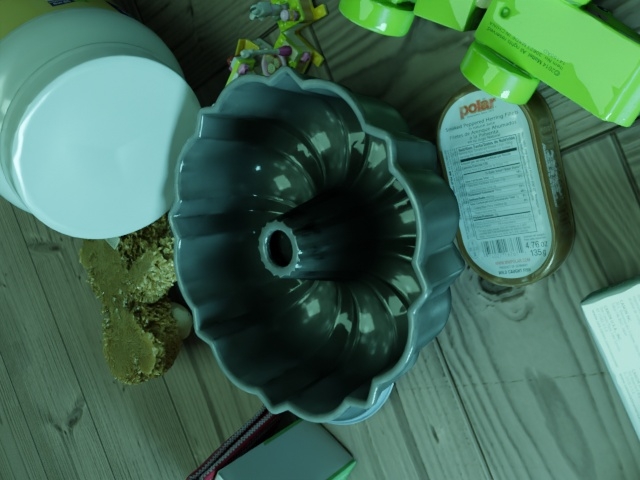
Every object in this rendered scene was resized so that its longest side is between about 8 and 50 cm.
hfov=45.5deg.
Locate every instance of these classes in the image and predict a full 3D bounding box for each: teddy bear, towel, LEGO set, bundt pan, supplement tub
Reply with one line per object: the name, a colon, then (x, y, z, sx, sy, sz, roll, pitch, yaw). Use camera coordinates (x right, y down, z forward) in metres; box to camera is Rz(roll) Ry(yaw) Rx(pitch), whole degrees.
teddy bear: (-0.247, 0.019, 1.035, 0.245, 0.113, 0.338, -39, 69, 34)
towel: (-0.140, 0.328, 0.956, 0.031, 0.199, 0.275, 33, 123, 15)
LEGO set: (-0.075, -0.225, 0.791, 0.132, 0.107, 0.287, 27, 120, 33)
bundt pan: (0.000, 0.000, 0.746, 0.331, 0.124, 0.330, 9, 104, 40)
supplement tub: (-0.298, -0.170, 0.875, 0.331, 0.241, 0.241, 41, 127, 41)

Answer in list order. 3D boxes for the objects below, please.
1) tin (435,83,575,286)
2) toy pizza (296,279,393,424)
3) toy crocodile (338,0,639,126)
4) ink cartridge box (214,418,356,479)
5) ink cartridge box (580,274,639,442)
tin: (0.164, -0.051, 0.685, 0.106, 0.040, 0.189, -10, 96, 38)
toy pizza: (0.008, 0.110, 0.870, 0.201, 0.032, 0.201, 10, 106, 38)
toy crocodile: (0.127, -0.207, 0.635, 0.340, 0.105, 0.115, 35, 123, 23)
ink cartridge box: (-0.071, 0.340, 0.924, 0.092, 0.160, 0.219, 39, 126, 24)
ink cartridge box: (0.340, 0.089, 0.576, 0.225, 0.056, 0.181, -24, 86, 24)
